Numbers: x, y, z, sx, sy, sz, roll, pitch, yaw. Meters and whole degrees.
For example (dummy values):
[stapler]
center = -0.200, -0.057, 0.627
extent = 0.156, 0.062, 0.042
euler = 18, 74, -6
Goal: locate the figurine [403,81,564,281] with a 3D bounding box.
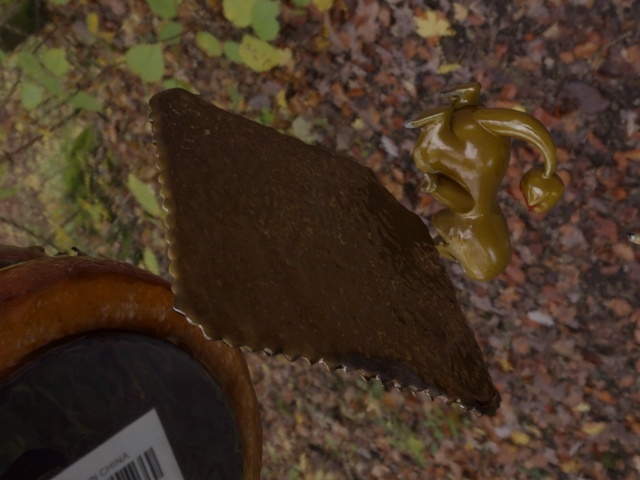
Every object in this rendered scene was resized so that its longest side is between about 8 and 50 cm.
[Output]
[figurine]
center = 0.146, -0.042, 0.782
extent = 0.122, 0.121, 0.176
euler = 11, 127, 30

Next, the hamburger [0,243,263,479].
[hamburger]
center = -0.224, 0.163, 0.661
extent = 0.250, 0.330, 0.330
euler = 9, 145, 47

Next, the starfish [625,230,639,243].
[starfish]
center = 0.334, -0.051, 0.706
extent = 0.050, 0.138, 0.247
euler = 42, 157, -9

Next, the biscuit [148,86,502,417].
[biscuit]
center = 0.000, 0.000, 0.592
extent = 0.232, 0.237, 0.013
euler = 19, 125, -29
